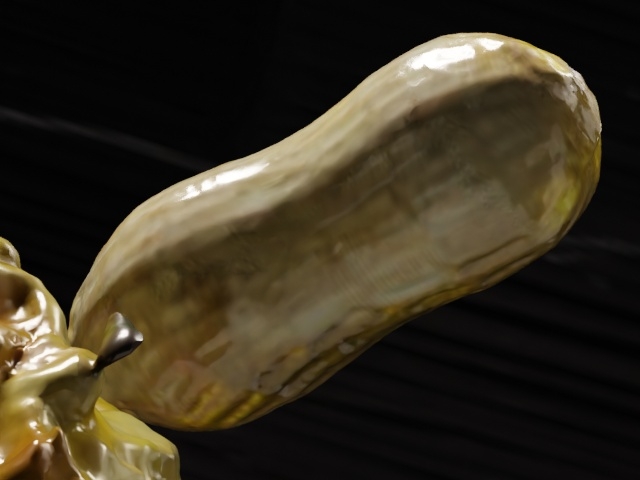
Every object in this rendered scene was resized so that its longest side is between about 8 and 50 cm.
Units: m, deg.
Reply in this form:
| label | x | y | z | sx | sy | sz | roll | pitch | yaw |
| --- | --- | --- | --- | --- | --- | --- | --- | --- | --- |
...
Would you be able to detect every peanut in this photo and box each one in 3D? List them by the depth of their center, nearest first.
| label | x | y | z | sx | sy | sz | roll | pitch | yaw |
| --- | --- | --- | --- | --- | --- | --- | --- | --- | --- |
| peanut | 0.000 | 0.000 | 0.645 | 0.206 | 0.087 | 0.087 | -30 | 22 | 17 |

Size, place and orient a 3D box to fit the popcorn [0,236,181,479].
| label | x | y | z | sx | sy | sz | roll | pitch | yaw |
| --- | --- | --- | --- | --- | --- | --- | --- | --- | --- |
| popcorn | -0.120 | 0.067 | 0.524 | 0.170 | 0.180 | 0.180 | -55 | 11 | 18 |
